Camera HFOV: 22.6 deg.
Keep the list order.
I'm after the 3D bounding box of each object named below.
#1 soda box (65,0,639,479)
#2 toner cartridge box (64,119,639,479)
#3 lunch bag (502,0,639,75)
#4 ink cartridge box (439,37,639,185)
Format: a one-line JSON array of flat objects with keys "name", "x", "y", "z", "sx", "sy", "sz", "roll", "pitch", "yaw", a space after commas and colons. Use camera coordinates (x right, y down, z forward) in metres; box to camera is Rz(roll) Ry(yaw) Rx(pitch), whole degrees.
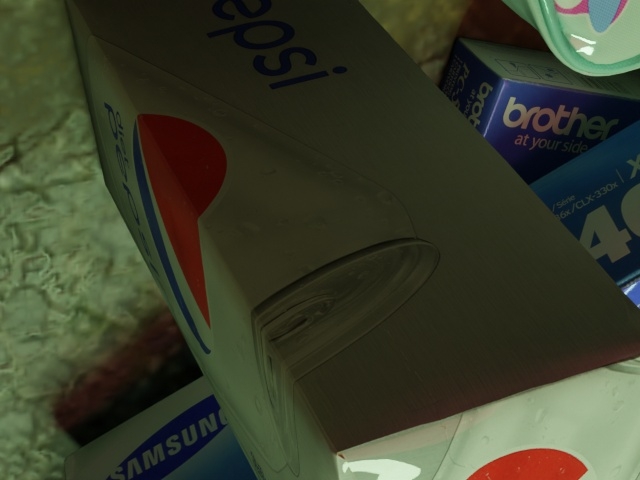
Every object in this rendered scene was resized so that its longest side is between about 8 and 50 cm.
[{"name": "soda box", "x": 0.000, "y": 0.000, "z": 0.522, "sx": 0.098, "sy": 0.286, "sz": 0.091, "roll": -17, "pitch": 127, "yaw": -13}, {"name": "toner cartridge box", "x": 0.078, "y": 0.075, "z": 0.697, "sx": 0.347, "sy": 0.075, "sz": 0.165, "roll": -30, "pitch": 134, "yaw": 10}, {"name": "lunch bag", "x": 0.154, "y": -0.198, "z": 0.581, "sx": 0.279, "sy": 0.108, "sz": 0.224, "roll": -29, "pitch": 132, "yaw": -4}, {"name": "ink cartridge box", "x": 0.141, "y": -0.026, "z": 0.728, "sx": 0.207, "sy": 0.046, "sz": 0.097, "roll": 5, "pitch": 118, "yaw": -28}]
